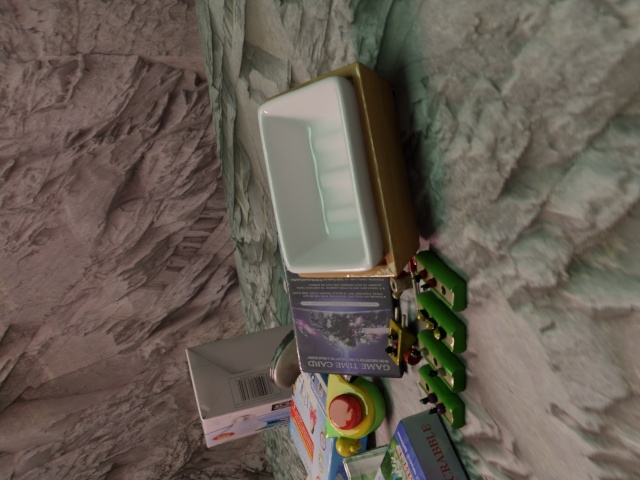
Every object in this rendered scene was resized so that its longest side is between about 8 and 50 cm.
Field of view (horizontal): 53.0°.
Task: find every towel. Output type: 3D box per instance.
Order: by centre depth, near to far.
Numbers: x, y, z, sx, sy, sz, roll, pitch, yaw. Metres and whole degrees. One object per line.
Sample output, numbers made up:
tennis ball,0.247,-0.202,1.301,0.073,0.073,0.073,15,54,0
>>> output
towel,0.115,0.494,1.281,0.023,0.113,0.152,22,-131,-68

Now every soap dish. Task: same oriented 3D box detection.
soap dish,0.026,-0.092,0.954,0.229,0.118,0.290,-5,97,52

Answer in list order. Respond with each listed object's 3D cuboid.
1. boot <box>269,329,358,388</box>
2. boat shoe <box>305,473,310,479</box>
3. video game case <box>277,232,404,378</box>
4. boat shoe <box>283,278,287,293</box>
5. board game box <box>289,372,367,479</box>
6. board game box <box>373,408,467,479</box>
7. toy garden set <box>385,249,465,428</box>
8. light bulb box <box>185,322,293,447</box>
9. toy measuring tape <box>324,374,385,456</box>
boot,0.006,0.226,1.244,0.161,0.083,0.246,38,112,28
boat shoe,0.018,0.756,1.932,0.098,0.109,0.302,20,133,25
video game case,0.036,0.111,1.124,0.026,0.196,0.274,-44,-51,-61
boat shoe,0.000,0.000,1.282,0.340,0.127,0.158,95,-171,-58
board game box,0.014,0.423,1.542,0.308,0.086,0.301,-130,41,-61
board game box,0.193,0.487,1.049,0.318,0.066,0.318,96,156,-52
toy garden set,0.144,0.129,0.961,0.204,0.049,0.244,-129,30,-60
light bulb box,-0.203,0.444,1.955,0.361,0.358,0.225,101,155,-60
toy measuring tape,0.079,0.274,1.287,0.121,0.121,0.330,-166,82,-74
